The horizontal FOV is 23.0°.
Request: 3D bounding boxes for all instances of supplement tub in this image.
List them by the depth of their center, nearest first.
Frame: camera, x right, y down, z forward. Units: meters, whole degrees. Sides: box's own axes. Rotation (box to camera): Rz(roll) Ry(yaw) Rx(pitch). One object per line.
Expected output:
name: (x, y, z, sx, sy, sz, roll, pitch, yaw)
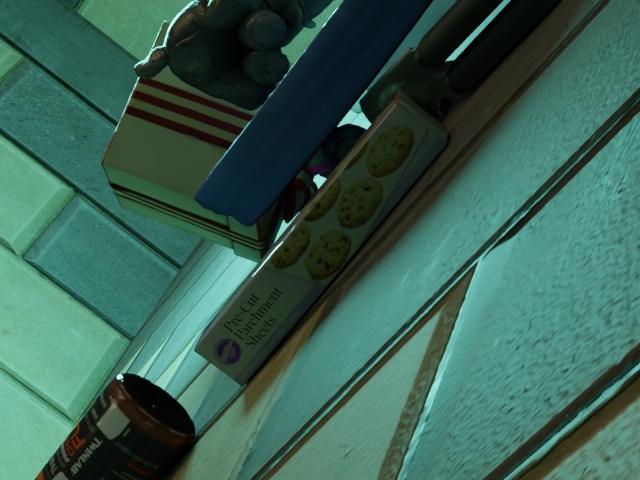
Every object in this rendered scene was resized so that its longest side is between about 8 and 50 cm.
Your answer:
supplement tub: (-0.224, 0.240, 1.616, 0.198, 0.106, 0.106, -52, 6, 8)

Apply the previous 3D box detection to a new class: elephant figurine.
elephant figurine: (-0.085, -0.270, 1.950, 0.169, 0.186, 0.239, -57, 5, 32)

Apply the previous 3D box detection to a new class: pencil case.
pencil case: (0.025, -0.108, 1.944, 0.070, 0.064, 0.152, -43, 5, -5)

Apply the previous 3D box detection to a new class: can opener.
can opener: (0.140, -0.198, 1.565, 0.283, 0.076, 0.095, -45, 10, 44)

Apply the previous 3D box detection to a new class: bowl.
bowl: (0.006, -0.179, 1.765, 0.391, 0.077, 0.391, -52, 4, 5)

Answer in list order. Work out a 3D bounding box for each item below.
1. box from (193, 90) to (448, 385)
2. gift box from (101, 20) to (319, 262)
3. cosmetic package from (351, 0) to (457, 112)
box: (0.000, 0.000, 1.523, 0.324, 0.067, 0.063, -50, 7, 17)
gift box: (-0.118, -0.143, 2.121, 0.255, 0.258, 0.276, 81, -149, -80)
cosmetic package: (0.124, -0.333, 2.369, 0.284, 0.097, 0.377, -55, 6, -1)
